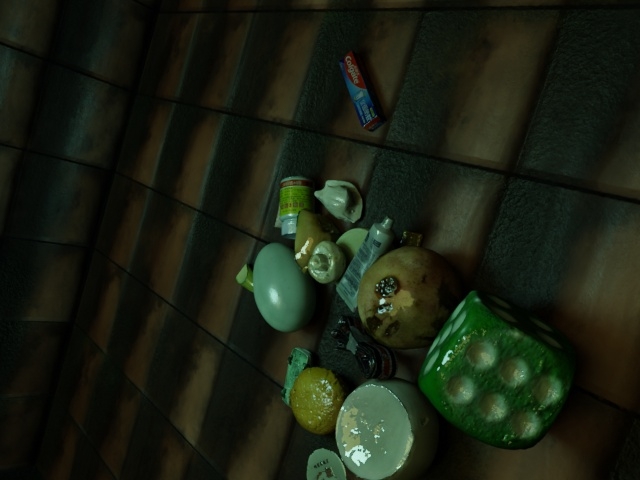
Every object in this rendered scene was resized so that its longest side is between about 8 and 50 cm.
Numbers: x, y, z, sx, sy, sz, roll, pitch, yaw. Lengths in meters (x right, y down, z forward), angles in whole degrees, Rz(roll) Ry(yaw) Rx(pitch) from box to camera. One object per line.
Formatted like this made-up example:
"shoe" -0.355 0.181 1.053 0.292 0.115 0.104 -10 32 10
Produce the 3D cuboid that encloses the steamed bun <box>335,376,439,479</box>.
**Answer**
"steamed bun" 0.211 0.577 1.606 0.324 0.206 0.325 -16 65 37

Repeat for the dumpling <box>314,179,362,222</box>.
"dumpling" 0.076 -0.153 1.937 0.199 0.118 0.136 31 89 13

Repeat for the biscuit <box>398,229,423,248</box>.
"biscuit" 0.299 0.011 1.760 0.081 0.018 0.083 16 94 43

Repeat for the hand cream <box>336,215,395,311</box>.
"hand cream" 0.154 0.068 1.722 0.124 0.077 0.341 50 124 42

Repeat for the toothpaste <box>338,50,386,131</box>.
"toothpaste" 0.154 -0.557 1.967 0.076 0.066 0.321 -34 62 33

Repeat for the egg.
"egg" -0.140 0.169 1.988 0.230 0.229 0.371 -39 52 31

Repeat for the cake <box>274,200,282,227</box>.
"cake" -0.146 -0.109 2.167 0.065 0.052 0.121 8 86 48

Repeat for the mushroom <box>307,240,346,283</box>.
"mushroom" 0.021 0.074 1.804 0.148 0.112 0.148 2 93 45

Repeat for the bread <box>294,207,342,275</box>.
"bread" 0.006 0.005 1.930 0.132 0.174 0.252 -9 69 34

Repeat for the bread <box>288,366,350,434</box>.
"bread" 0.006 0.556 1.843 0.239 0.139 0.240 -9 77 41

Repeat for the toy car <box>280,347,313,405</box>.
"toy car" -0.080 0.514 1.974 0.090 0.076 0.224 21 104 41

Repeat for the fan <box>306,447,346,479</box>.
"fan" 0.039 0.893 1.840 0.190 0.009 0.329 -38 59 31

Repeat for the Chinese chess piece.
"Chinese chess piece" 0.148 0.078 1.828 0.250 0.101 0.251 -9 76 41

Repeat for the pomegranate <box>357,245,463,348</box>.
"pomegranate" 0.263 0.173 1.594 0.322 0.322 0.322 -9 76 41

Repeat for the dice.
"dice" 0.440 0.316 1.331 0.297 0.300 0.287 30 105 9

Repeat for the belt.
"belt" 0.137 0.344 1.704 0.359 0.094 0.126 27 100 69

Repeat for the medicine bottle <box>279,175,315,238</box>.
"medicine bottle" -0.090 -0.126 2.056 0.139 0.139 0.226 -10 75 41

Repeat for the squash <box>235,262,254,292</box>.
"squash" -0.291 0.172 2.230 0.090 0.075 0.200 -48 51 -7
